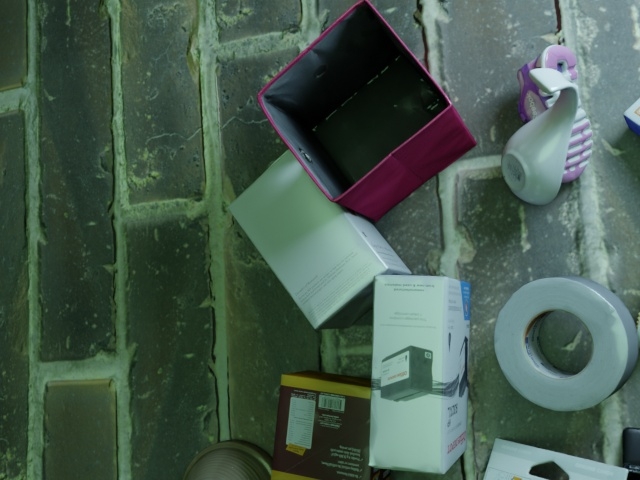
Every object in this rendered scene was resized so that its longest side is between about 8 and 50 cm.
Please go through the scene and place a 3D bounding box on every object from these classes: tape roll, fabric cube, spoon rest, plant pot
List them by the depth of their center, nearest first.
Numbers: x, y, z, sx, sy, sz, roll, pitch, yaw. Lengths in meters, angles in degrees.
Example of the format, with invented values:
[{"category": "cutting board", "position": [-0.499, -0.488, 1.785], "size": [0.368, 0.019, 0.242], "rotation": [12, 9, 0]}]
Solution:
[{"category": "tape roll", "position": [0.405, 0.169, 1.153], "size": [0.219, 0.072, 0.219], "rotation": [0, 90, 36]}, {"category": "spoon rest", "position": [0.367, -0.169, 1.153], "size": [0.084, 0.276, 0.137], "rotation": [-22, 56, -13]}, {"category": "fabric cube", "position": [0.090, -0.218, 1.254], "size": [0.259, 0.258, 0.254], "rotation": [-39, 73, 13]}, {"category": "plant pot", "position": [-0.190, 0.519, 1.359], "size": [0.237, 0.110, 0.237], "rotation": [-2, 84, 22]}]

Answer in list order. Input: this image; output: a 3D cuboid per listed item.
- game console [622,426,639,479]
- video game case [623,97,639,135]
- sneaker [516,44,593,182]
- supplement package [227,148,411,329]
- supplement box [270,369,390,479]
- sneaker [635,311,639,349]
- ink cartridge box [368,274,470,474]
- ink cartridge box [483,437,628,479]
[{"category": "game console", "position": [0.559, 0.375, 1.132], "size": [0.122, 0.071, 0.107], "rotation": [1, 114, 22]}, {"category": "video game case", "position": [0.671, -0.206, 1.089], "size": [0.244, 0.061, 0.269], "rotation": [-47, 53, 12]}, {"category": "sneaker", "position": [0.404, -0.218, 1.225], "size": [0.104, 0.095, 0.236], "rotation": [0, 104, 60]}, {"category": "supplement package", "position": [0.000, 0.000, 1.306], "size": [0.175, 0.177, 0.293], "rotation": [-42, 72, 13]}, {"category": "supplement box", "position": [0.029, 0.352, 1.280], "size": [0.191, 0.129, 0.194], "rotation": [4, 85, 22]}, {"category": "sneaker", "position": [0.573, 0.099, 1.127], "size": [0.084, 0.069, 0.185], "rotation": [16, 91, 28]}, {"category": "ink cartridge box", "position": [0.175, 0.219, 1.187], "size": [0.129, 0.223, 0.307], "rotation": [0, 84, 21]}, {"category": "ink cartridge box", "position": [0.354, 0.459, 1.099], "size": [0.275, 0.060, 0.238], "rotation": [-7, 53, 59]}]
